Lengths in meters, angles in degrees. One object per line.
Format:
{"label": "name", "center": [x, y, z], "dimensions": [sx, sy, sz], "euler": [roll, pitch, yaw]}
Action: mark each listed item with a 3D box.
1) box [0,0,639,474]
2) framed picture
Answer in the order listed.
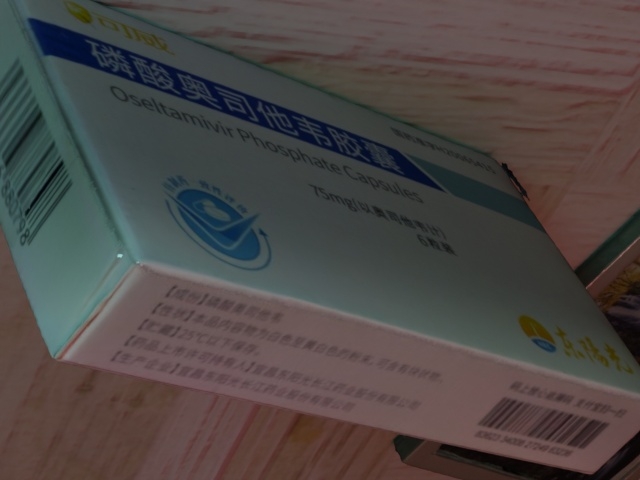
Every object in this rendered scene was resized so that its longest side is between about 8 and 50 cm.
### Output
{"label": "box", "center": [0.000, 0.000, 0.790], "dimensions": [0.343, 0.200, 0.065], "euler": [17, 121, -41]}
{"label": "framed picture", "center": [0.232, 0.069, 1.147], "dimensions": [0.240, 0.020, 0.324], "euler": [23, 120, -44]}
